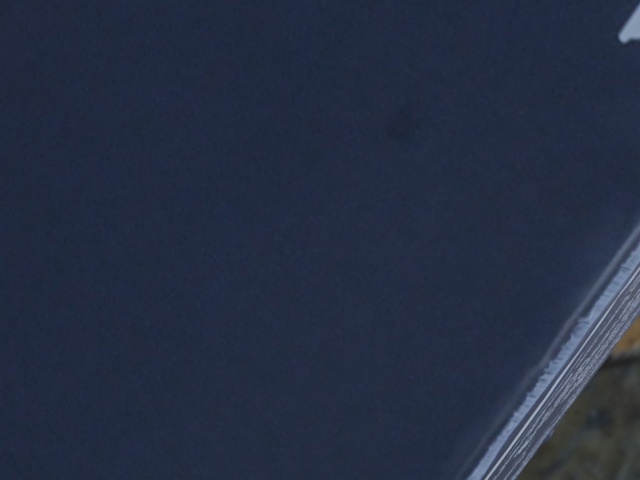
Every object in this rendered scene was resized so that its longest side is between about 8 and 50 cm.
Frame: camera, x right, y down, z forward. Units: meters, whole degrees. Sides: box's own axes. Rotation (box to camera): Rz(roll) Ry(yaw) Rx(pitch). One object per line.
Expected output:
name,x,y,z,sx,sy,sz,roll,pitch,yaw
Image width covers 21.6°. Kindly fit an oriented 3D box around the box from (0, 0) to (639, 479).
box,0.000,0.000,0.510,0.183,0.296,0.294,36,16,10
